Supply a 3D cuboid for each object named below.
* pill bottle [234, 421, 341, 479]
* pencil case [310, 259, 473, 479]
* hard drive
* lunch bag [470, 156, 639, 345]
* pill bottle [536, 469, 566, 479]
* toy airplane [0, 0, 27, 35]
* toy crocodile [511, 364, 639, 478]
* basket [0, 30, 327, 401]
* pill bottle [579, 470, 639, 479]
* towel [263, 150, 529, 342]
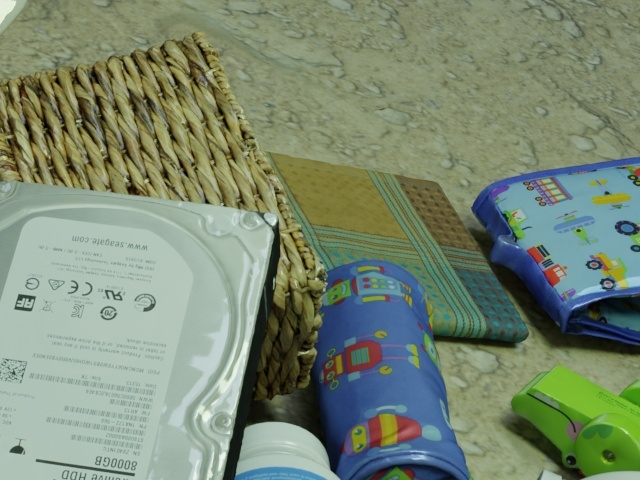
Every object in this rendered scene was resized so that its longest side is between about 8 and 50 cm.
[{"bbox_3d":[-0.031,0.234,1.432,0.124,0.124,0.221,15,31,-13],"label":"pill bottle"},{"bbox_3d":[0.055,0.143,1.648,0.133,0.119,0.306,58,12,-31],"label":"pencil case"},{"bbox_3d":[-0.170,0.116,1.393,0.236,0.064,0.339,8,57,7],"label":"hard drive"},{"bbox_3d":[0.311,0.011,2.046,0.293,0.138,0.221,2,35,-25],"label":"lunch bag"},{"bbox_3d":[0.244,0.254,1.629,0.160,0.087,0.087,25,29,5],"label":"pill bottle"},{"bbox_3d":[-0.388,-0.115,1.492,0.272,0.386,0.384,22,27,-19],"label":"toy airplane"},{"bbox_3d":[0.328,0.215,1.756,0.340,0.105,0.115,26,29,15],"label":"toy crocodile"},{"bbox_3d":[-0.155,0.009,1.644,0.223,0.213,0.299,-16,58,-18],"label":"basket"},{"bbox_3d":[0.205,0.322,1.385,0.188,0.188,0.334,25,29,4],"label":"pill bottle"},{"bbox_3d":[0.000,0.000,1.936,0.370,0.040,0.271,9,33,-27],"label":"towel"}]
